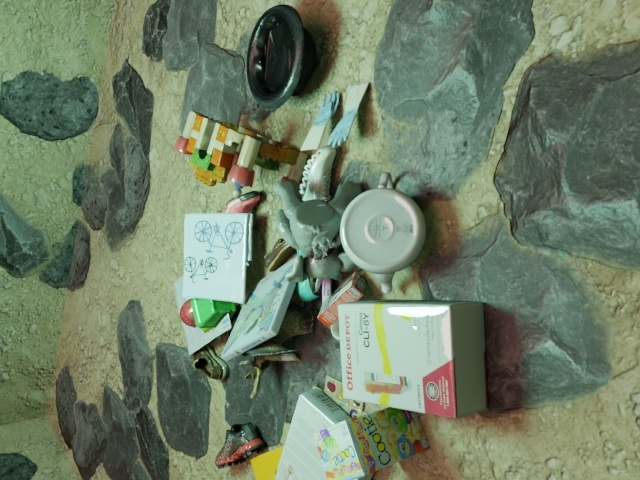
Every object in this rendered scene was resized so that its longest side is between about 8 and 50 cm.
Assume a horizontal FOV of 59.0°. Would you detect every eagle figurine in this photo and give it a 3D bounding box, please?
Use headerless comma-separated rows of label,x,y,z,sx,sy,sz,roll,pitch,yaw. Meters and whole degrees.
eagle figurine,-0.162,0.361,1.938,0.226,0.225,0.298,64,144,35

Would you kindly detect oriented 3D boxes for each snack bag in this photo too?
snack bag,-0.390,0.065,2.126,0.323,0.037,0.343,1,89,31

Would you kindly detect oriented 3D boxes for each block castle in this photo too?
block castle,-0.290,-0.284,1.994,0.453,0.303,0.213,30,105,42

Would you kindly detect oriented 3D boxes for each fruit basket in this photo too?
fruit basket,-0.483,0.261,2.311,0.353,0.165,0.327,-41,61,46

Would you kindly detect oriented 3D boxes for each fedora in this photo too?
fedora,-0.111,-0.609,1.909,0.334,0.152,0.334,5,97,47

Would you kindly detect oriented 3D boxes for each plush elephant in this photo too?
plush elephant,0.000,0.000,1.740,0.255,0.271,0.330,88,179,-45

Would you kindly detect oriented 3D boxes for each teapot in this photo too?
teapot,0.181,-0.026,1.588,0.256,0.187,0.252,-45,75,6

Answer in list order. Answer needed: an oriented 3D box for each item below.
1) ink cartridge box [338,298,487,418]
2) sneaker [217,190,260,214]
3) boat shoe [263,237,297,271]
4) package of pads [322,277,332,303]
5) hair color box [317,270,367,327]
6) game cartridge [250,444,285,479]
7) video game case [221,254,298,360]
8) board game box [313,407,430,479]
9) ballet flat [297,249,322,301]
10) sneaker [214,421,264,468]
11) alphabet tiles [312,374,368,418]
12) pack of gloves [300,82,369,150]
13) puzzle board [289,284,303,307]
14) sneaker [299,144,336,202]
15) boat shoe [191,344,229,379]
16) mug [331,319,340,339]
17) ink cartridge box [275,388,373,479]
ink cartridge box,0.237,0.304,1.531,0.384,0.160,0.279,-6,86,46
sneaker,-0.314,-0.081,2.178,0.314,0.116,0.136,-34,86,40
boat shoe,-0.138,0.030,1.992,0.207,0.073,0.073,-42,63,38
package of pads,0.022,0.163,1.839,0.032,0.050,0.083,-1,89,8
hair color box,0.067,0.181,1.739,0.053,0.093,0.167,41,116,-7
game cartridge,-0.110,0.891,1.981,0.285,0.052,0.324,-36,67,40
video game case,-0.197,0.230,1.936,0.300,0.036,0.329,-34,26,41
board game box,0.143,0.548,1.546,0.144,0.275,0.142,-37,64,39
ballet flat,-0.030,0.079,1.887,0.087,0.083,0.247,0,90,22
sneaker,-0.323,0.781,2.167,0.276,0.097,0.135,-42,61,36
alphabet tiles,0.058,0.625,1.827,0.285,0.011,0.343,15,101,46
pack of gloves,0.054,-0.377,1.786,0.195,0.046,0.232,3,65,48
puzzle board,-0.100,0.197,1.997,0.128,0.011,0.096,27,108,43
sneaker,-0.008,-0.172,1.850,0.118,0.110,0.292,36,116,21
boat shoe,-0.484,0.494,2.339,0.257,0.095,0.095,20,104,45
mug,0.081,0.279,1.766,0.078,0.064,0.062,43,119,37
ink cartridge box,0.013,0.721,1.806,0.308,0.091,0.385,31,114,39
